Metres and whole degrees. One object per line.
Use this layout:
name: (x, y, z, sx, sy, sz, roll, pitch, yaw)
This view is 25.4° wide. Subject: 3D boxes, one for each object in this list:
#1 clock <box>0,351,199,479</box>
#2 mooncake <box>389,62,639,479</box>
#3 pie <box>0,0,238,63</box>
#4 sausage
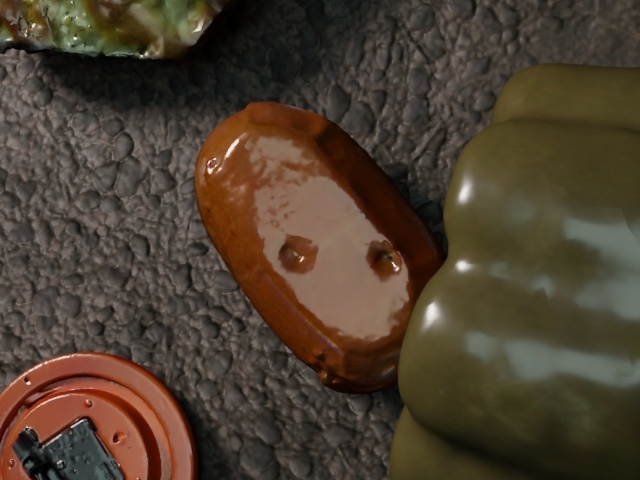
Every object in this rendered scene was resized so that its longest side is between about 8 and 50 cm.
clock: (-0.204, 0.198, 1.224, 0.205, 0.051, 0.205, -1, 83, 11)
mooncake: (0.180, 0.056, 1.006, 0.201, 0.378, 0.378, 11, 84, 18)
pie: (-0.195, -0.301, 1.230, 0.355, 0.103, 0.288, 4, 100, 8)
sausage: (0.000, 0.000, 1.163, 0.153, 0.141, 0.268, -38, 76, 4)
